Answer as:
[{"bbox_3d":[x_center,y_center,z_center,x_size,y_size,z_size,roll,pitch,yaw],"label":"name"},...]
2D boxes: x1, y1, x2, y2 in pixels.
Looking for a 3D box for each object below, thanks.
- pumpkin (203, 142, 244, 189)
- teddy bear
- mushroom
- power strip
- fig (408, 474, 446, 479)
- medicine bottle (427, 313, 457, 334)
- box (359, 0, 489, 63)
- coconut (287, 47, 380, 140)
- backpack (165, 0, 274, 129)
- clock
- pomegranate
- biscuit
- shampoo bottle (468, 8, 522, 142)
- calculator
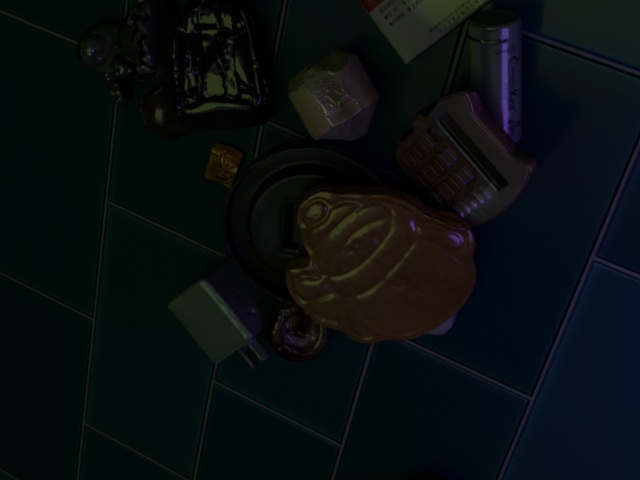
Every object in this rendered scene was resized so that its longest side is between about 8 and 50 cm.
[{"bbox_3d":[-0.198,-0.144,2.002,0.073,0.035,0.101,28,127,17],"label":"pumpkin"},{"bbox_3d":[-0.379,-0.351,1.920,0.251,0.144,0.171,-14,96,32],"label":"teddy bear"},{"bbox_3d":[-0.040,0.164,2.033,0.135,0.080,0.170,9,119,-18],"label":"mushroom"},{"bbox_3d":[-0.180,0.161,2.082,0.139,0.140,0.224,-36,95,36],"label":"power strip"},{"bbox_3d":[0.237,0.579,2.052,0.191,0.181,0.181,24,128,-16],"label":"fig"},{"bbox_3d":[0.197,0.082,1.878,0.119,0.069,0.183,8,119,21],"label":"medicine bottle"},{"bbox_3d":[0.209,-0.467,1.599,0.353,0.069,0.214,-34,95,35],"label":"box"},{"bbox_3d":[0.029,-0.246,1.760,0.147,0.147,0.152,-27,95,36],"label":"coconut"},{"bbox_3d":[-0.188,-0.323,1.841,0.206,0.133,0.258,-3,105,10],"label":"backpack"},{"bbox_3d":[-0.016,-0.030,1.826,0.325,0.067,0.325,3,119,5],"label":"clock"},{"bbox_3d":[-0.307,-0.257,1.967,0.142,0.114,0.114,22,127,48],"label":"pomegranate"},{"bbox_3d":[0.098,0.047,1.787,0.351,0.057,0.312,26,118,-10],"label":"biscuit"},{"bbox_3d":[0.289,-0.241,1.645,0.085,0.085,0.262,9,124,25],"label":"shampoo bottle"},{"bbox_3d":[0.235,-0.132,1.696,0.220,0.048,0.330,49,154,1],"label":"calculator"}]
